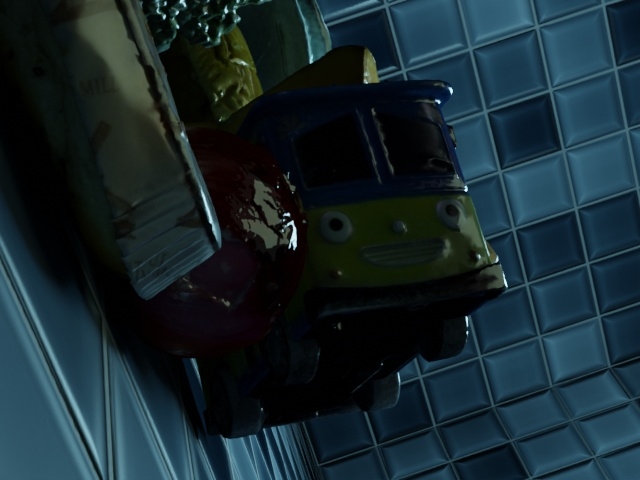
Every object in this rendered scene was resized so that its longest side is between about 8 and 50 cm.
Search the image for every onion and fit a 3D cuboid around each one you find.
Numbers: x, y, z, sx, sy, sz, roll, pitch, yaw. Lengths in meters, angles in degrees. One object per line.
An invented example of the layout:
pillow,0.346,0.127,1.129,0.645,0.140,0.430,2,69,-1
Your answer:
onion,-0.067,-0.001,0.746,0.131,0.131,0.131,162,-90,-88

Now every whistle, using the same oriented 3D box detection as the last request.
whistle,-0.107,-0.212,1.642,0.405,0.188,0.168,-171,-109,-81

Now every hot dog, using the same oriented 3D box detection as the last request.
hot dog,-0.119,-0.101,0.629,0.144,0.075,0.268,-177,-115,-83

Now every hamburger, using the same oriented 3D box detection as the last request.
hamburger,-0.126,-0.142,1.419,0.211,0.132,0.309,84,-11,-72

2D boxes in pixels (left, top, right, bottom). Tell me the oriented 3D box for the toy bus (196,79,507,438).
toy bus,-0.001,0.022,0.923,0.288,0.138,0.175,129,-49,-61

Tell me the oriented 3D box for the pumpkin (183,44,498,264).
pumpkin,-0.025,-0.008,1.140,0.258,0.290,0.095,55,20,-27

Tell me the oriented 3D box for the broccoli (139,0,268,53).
broccoli,-0.144,-0.290,1.104,0.247,0.263,0.243,36,-10,-36
